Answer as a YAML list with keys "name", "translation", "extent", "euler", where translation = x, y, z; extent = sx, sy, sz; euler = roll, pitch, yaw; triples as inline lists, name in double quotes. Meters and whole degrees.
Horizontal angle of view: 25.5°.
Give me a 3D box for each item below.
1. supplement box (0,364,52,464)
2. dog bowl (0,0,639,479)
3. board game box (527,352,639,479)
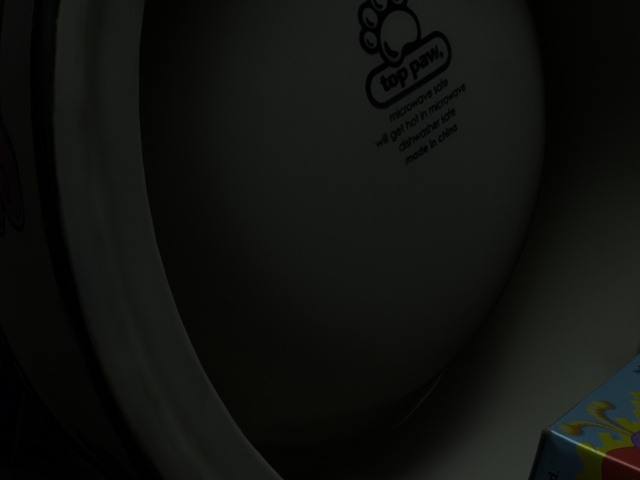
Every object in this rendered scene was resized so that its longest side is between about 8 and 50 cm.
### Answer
- name: "supplement box"
  translation: [-0.217, 0.007, 0.666]
  extent: [0.220, 0.114, 0.111]
  euler: [14, 16, 8]
- name: "dog bowl"
  translation: [0.018, -0.052, 0.599]
  extent: [0.408, 0.408, 0.150]
  euler: [-1, 4, -44]
- name: "board game box"
  translation: [0.197, 0.154, 0.438]
  extent: [0.275, 0.142, 0.144]
  euler: [20, 16, 23]
